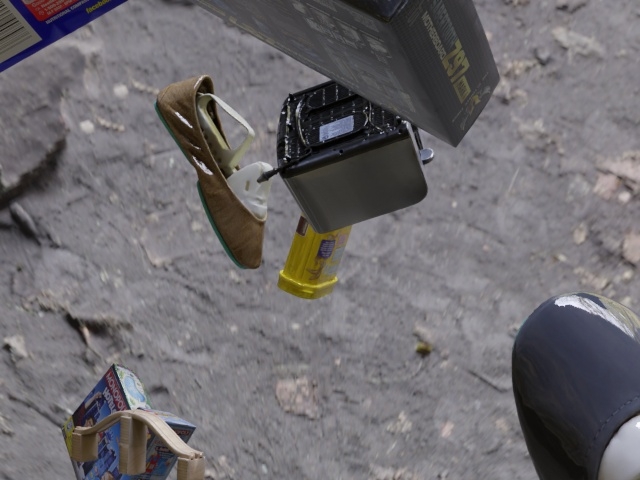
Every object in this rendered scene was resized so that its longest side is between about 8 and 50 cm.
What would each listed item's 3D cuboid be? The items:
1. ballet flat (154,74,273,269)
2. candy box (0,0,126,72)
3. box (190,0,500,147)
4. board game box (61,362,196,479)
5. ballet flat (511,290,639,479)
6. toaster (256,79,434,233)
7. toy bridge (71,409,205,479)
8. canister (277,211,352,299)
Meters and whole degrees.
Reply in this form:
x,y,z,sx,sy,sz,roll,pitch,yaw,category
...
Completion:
x,y,z,sx,sy,sz,roll,pitch,yaw,category
-0.149,-0.124,1.910,0.124,0.116,0.342,-33,70,18,ballet flat
-0.278,-0.359,1.199,0.268,0.122,0.317,-28,52,5,candy box
-0.017,-0.156,0.692,0.232,0.183,0.059,32,85,23,box
-0.260,0.274,1.633,0.194,0.060,0.194,-48,48,23,board game box
0.129,0.108,0.388,0.074,0.074,0.203,-28,99,-11,ballet flat
0.034,-0.110,1.378,0.185,0.110,0.168,-18,36,14,toaster
-0.187,0.201,1.190,0.188,0.026,0.063,3,92,42,toy bridge
0.000,0.000,1.939,0.073,0.126,0.170,23,104,19,canister
